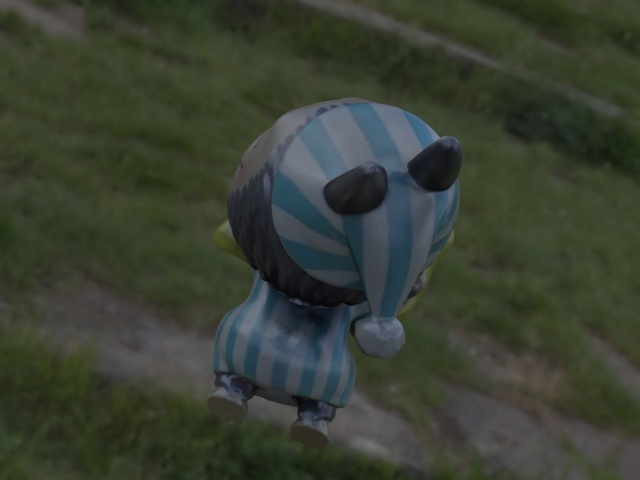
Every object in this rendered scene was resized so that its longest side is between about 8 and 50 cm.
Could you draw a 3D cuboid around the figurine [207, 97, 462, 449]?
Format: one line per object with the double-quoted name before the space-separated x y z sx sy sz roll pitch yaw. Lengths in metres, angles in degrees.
"figurine" 0.000 0.000 1.871 0.266 0.361 0.378 17 -17 5
